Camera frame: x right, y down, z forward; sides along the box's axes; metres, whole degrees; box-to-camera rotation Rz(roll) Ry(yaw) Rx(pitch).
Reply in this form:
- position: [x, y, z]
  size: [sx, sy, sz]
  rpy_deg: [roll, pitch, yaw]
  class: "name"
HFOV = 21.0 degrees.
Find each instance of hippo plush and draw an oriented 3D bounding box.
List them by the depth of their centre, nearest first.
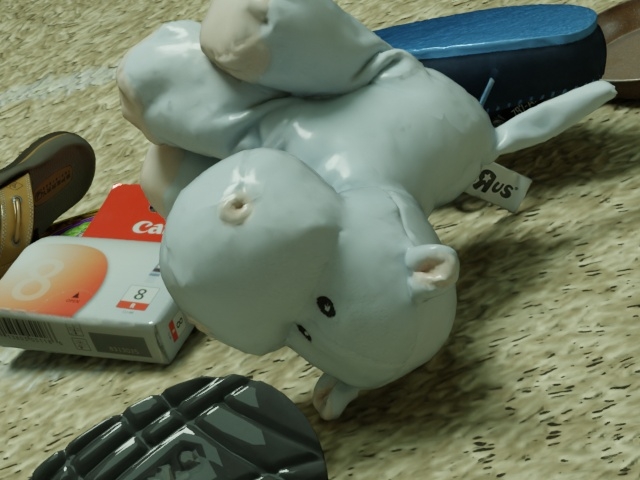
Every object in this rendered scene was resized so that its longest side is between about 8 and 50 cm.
- position: [0.000, 0.000, 1.067]
  size: [0.234, 0.294, 0.236]
  rpy_deg: [-53, 22, 44]
  class: "hippo plush"

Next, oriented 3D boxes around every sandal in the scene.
- position: [-0.223, -0.005, 1.264]
  size: [0.060, 0.090, 0.219]
  rpy_deg: [23, 39, 21]
  class: "sandal"

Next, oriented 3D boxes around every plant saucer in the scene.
- position: [0.268, -0.150, 1.316]
  size: [0.168, 0.029, 0.168]
  rpy_deg: [-16, 25, 7]
  class: "plant saucer"

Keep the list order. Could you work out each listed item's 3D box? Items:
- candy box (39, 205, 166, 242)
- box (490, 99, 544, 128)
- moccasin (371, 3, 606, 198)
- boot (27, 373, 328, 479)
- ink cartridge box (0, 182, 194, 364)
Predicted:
- position: [-0.190, 0.015, 1.300]
  size: [0.206, 0.027, 0.105]
  rpy_deg: [-18, 30, 2]
  class: "candy box"
- position: [0.154, -0.121, 1.312]
  size: [0.083, 0.018, 0.067]
  rpy_deg: [-39, 24, 12]
  class: "box"
- position: [0.052, -0.092, 1.259]
  size: [0.342, 0.116, 0.138]
  rpy_deg: [-8, 15, 31]
  class: "moccasin"
- position: [-0.140, 0.189, 0.739]
  size: [0.338, 0.222, 0.118]
  rpy_deg: [-16, 62, -5]
  class: "boot"
- position: [-0.132, 0.007, 1.216]
  size: [0.145, 0.045, 0.179]
  rpy_deg: [4, 45, 27]
  class: "ink cartridge box"
